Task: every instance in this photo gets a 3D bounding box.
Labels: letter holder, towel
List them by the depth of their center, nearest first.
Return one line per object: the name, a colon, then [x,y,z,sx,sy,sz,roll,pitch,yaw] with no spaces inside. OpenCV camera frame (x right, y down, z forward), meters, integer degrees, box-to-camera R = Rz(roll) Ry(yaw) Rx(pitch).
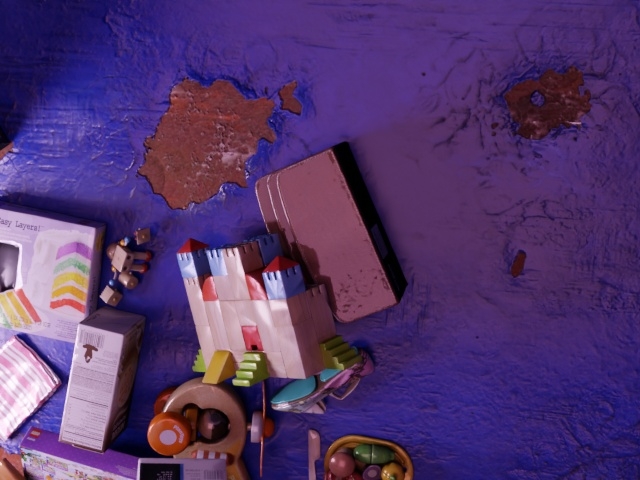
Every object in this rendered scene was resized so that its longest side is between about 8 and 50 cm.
letter holder: [0.000,0.000,1.727,0.214,0.152,0.302,-22,95,14]
towel: [-0.646,0.308,1.942,0.144,0.029,0.197,45,103,0]

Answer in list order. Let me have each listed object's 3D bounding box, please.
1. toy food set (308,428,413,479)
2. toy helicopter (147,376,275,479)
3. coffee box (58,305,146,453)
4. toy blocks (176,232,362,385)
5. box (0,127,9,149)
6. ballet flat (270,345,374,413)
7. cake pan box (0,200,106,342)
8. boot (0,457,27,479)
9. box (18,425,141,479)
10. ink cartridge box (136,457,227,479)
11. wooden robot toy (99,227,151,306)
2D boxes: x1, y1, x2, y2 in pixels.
toy food set: [0.071,0.453,1.830,0.217,0.071,0.128,8,100,8]
toy helicopter: [-0.174,0.426,1.856,0.234,0.140,0.355,-23,106,3]
coffee box: [-0.428,0.271,1.845,0.098,0.141,0.247,13,102,6]
toy blocks: [-0.119,0.108,1.712,0.381,0.190,0.261,-5,101,47]
box: [-0.799,-0.271,1.725,0.178,0.312,0.343,-29,93,13]
ballet flat: [0.009,0.287,1.818,0.221,0.077,0.079,-33,112,12]
cake pan box: [-0.572,0.061,1.870,0.266,0.070,0.246,12,99,7]
boot: [-0.528,0.532,1.859,0.280,0.096,0.264,46,130,2]
box: [-0.452,0.492,1.883,0.293,0.057,0.201,15,131,6]
ink cartridge box: [-0.279,0.545,1.810,0.165,0.065,0.333,2,130,-12]
wooden robot toy: [-0.391,0.038,1.851,0.079,0.076,0.173,33,106,39]
